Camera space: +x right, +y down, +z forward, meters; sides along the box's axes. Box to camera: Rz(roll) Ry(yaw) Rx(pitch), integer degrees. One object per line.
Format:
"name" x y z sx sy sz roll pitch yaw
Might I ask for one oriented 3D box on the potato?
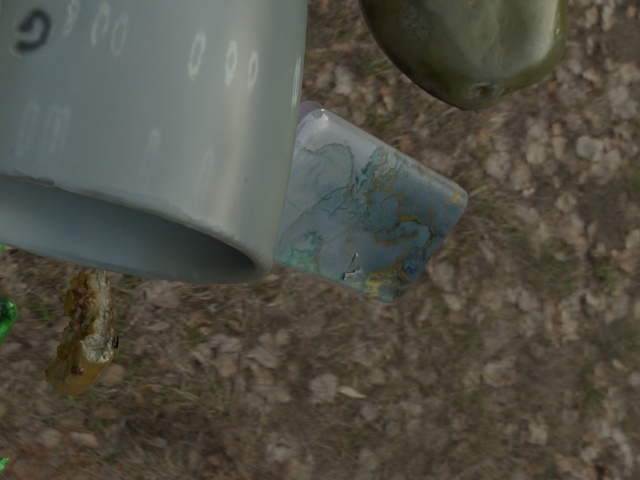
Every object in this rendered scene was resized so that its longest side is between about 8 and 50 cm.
"potato" 0.111 -0.215 0.845 0.178 0.160 0.235 -8 84 5

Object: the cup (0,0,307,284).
"cup" -0.127 -0.111 0.584 0.186 0.258 0.234 30 66 -53

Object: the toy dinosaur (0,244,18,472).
"toy dinosaur" -0.538 0.219 1.400 0.144 0.374 0.500 36 100 -36

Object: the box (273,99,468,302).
"box" 0.030 -0.026 1.029 0.285 0.044 0.142 22 104 -52

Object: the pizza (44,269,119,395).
"pizza" -0.283 0.106 1.328 0.063 0.182 0.161 17 81 -20
